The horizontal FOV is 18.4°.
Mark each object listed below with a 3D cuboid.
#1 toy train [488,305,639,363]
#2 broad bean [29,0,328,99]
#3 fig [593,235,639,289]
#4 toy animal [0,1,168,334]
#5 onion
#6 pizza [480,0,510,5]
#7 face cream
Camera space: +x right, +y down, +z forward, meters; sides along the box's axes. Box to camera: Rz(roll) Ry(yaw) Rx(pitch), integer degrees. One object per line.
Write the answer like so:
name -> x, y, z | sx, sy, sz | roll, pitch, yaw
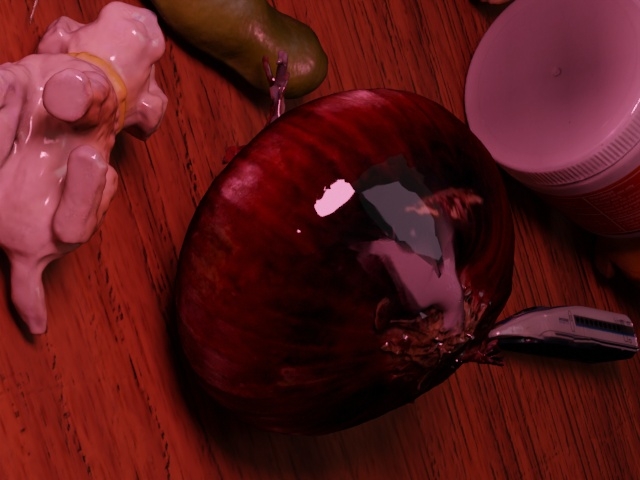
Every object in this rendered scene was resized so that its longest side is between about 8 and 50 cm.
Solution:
toy train -> 0.221, 0.082, 1.849 | 0.252, 0.055, 0.048 | 12, 69, -56
broad bean -> -0.097, -0.170, 1.451 | 0.318, 0.056, 0.098 | 12, 84, -48
fig -> 0.395, -0.038, 2.029 | 0.263, 0.224, 0.224 | -42, 114, -54
toy animal -> -0.163, -0.056, 1.290 | 0.185, 0.104, 0.184 | -73, 169, -64
onion -> 0.000, 0.000, 1.407 | 0.285, 0.273, 0.273 | 44, 17, 31
pizza -> 0.173, -0.411, 1.940 | 0.435, 0.080, 0.392 | 9, 71, -55
face cream -> 0.264, -0.122, 1.855 | 0.187, 0.201, 0.201 | 31, 54, -49
